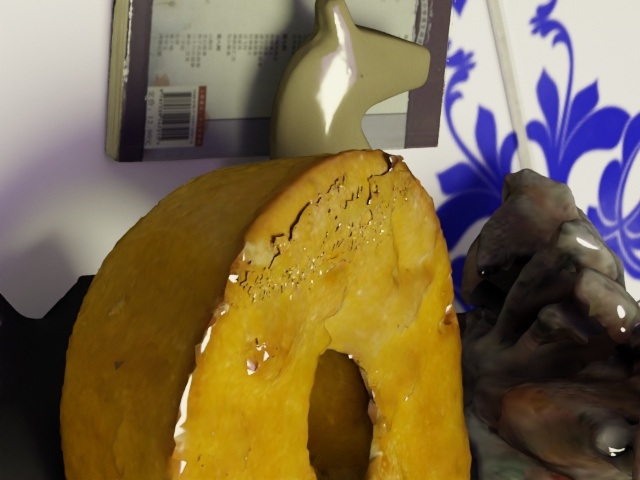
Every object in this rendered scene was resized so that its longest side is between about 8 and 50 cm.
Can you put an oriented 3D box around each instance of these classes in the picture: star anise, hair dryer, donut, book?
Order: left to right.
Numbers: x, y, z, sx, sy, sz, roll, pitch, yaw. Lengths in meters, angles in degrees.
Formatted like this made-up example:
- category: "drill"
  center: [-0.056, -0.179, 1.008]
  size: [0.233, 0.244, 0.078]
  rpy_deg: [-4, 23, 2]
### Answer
- category: "hair dryer"
  center: [-0.189, 0.039, 0.742]
  size: [0.251, 0.089, 0.197]
  rpy_deg: [53, 46, -16]
- category: "donut"
  center: [-0.021, 0.086, 0.761]
  size: [0.278, 0.108, 0.277]
  rpy_deg: [-16, 110, -53]
- category: "book"
  center: [-0.016, -0.128, 0.879]
  size: [0.231, 0.026, 0.157]
  rpy_deg: [-5, 109, -36]
- category: "star anise"
  center: [0.142, 0.118, 0.898]
  size: [0.139, 0.316, 0.359]
  rpy_deg: [10, 64, -6]

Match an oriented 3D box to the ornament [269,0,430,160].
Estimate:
- category: "ornament"
  center: [0.000, 0.000, 0.889]
  size: [0.230, 0.061, 0.245]
  rpy_deg: [-42, 128, -13]
